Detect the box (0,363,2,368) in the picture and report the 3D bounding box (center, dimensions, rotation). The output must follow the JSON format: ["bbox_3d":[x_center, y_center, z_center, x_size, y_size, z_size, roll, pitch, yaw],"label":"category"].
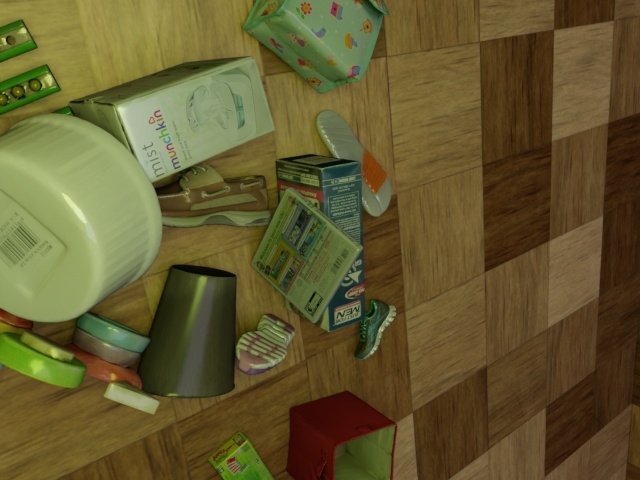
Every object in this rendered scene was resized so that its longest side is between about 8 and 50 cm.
[{"bbox_3d":[-0.603,0.263,0.901,0.100,0.060,0.244,26,86,-38],"label":"box"}]

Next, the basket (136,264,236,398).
[{"bbox_3d":[-0.242,0.169,1.094,0.204,0.154,0.226,9,93,-39],"label":"basket"}]

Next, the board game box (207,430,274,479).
[{"bbox_3d":[-0.175,0.538,1.305,0.092,0.043,0.181,-37,121,-23],"label":"board game box"}]

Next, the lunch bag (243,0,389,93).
[{"bbox_3d":[0.011,-0.464,1.108,0.223,0.160,0.262,34,70,-34],"label":"lunch bag"}]

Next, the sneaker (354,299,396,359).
[{"bbox_3d":[0.122,0.223,1.443,0.076,0.065,0.166,35,77,-21],"label":"sneaker"}]

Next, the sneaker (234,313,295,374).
[{"bbox_3d":[-0.124,0.239,1.181,0.095,0.236,0.104,31,102,5],"label":"sneaker"}]

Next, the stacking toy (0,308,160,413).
[{"bbox_3d":[-0.385,0.142,0.903,0.309,0.279,0.130,34,75,-38],"label":"stacking toy"}]

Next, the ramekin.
[{"bbox_3d":[-0.373,-0.022,0.772,0.135,0.277,0.277,-60,142,-61],"label":"ramekin"}]

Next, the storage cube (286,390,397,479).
[{"bbox_3d":[0.046,0.502,1.366,0.215,0.193,0.183,-6,106,-35],"label":"storage cube"}]

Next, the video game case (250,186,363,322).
[{"bbox_3d":[-0.035,0.032,1.136,0.023,0.193,0.212,-26,151,-51],"label":"video game case"}]

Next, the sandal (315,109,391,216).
[{"bbox_3d":[0.065,-0.173,1.284,0.102,0.076,0.265,-40,102,-32],"label":"sandal"}]

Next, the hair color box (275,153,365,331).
[{"bbox_3d":[0.000,0.000,1.209,0.105,0.174,0.347,-15,110,-33],"label":"hair color box"}]

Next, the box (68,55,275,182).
[{"bbox_3d":[-0.247,-0.205,0.915,0.231,0.262,0.126,-31,119,-28],"label":"box"}]

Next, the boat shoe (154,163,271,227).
[{"bbox_3d":[-0.233,-0.086,1.058,0.324,0.123,0.116,-2,100,-46],"label":"boat shoe"}]

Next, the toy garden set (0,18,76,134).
[{"bbox_3d":[-0.482,-0.173,0.850,0.204,0.049,0.244,-26,115,-9],"label":"toy garden set"}]
